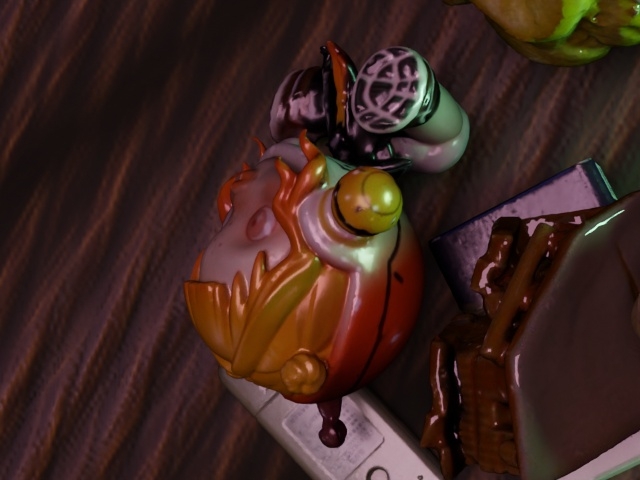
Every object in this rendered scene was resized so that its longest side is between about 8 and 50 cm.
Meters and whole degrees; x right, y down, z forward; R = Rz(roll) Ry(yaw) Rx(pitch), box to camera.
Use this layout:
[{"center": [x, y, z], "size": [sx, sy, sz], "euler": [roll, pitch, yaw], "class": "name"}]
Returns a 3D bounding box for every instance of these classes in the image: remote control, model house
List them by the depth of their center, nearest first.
[{"center": [0.171, 0.080, 1.595], "size": [0.219, 0.229, 0.199], "euler": [-16, 93, -30], "class": "model house"}, {"center": [0.011, 0.168, 1.783], "size": [0.098, 0.038, 0.233], "euler": [-46, 79, 10], "class": "remote control"}]

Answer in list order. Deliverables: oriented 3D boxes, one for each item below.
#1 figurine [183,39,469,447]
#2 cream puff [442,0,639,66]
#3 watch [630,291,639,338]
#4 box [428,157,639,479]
[{"center": [0.005, 0.000, 1.683], "size": [0.196, 0.320, 0.323], "euler": [26, 82, -19], "class": "figurine"}, {"center": [0.167, -0.327, 1.617], "size": [0.275, 0.378, 0.378], "euler": [-1, 88, 16], "class": "cream puff"}, {"center": [0.452, 0.018, 1.463], "size": [0.327, 0.335, 0.314], "euler": [-11, 119, 40], "class": "watch"}, {"center": [0.224, 0.077, 1.710], "size": [0.168, 0.071, 0.259], "euler": [-29, 82, 13], "class": "box"}]
